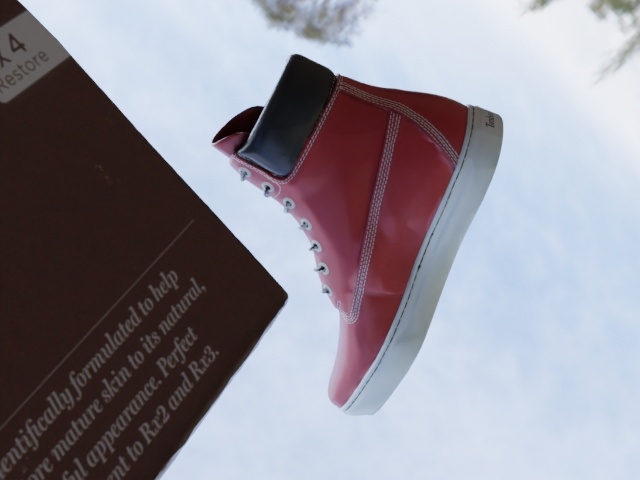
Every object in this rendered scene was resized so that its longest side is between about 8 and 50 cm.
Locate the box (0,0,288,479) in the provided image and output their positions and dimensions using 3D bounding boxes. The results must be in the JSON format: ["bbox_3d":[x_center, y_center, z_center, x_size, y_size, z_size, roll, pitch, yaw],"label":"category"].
[{"bbox_3d":[-0.160,0.047,0.421,0.167,0.203,0.168,49,-138,-10],"label":"box"}]

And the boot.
[{"bbox_3d":[0.000,0.000,0.743,0.176,0.244,0.088,15,-154,-5],"label":"boot"}]
